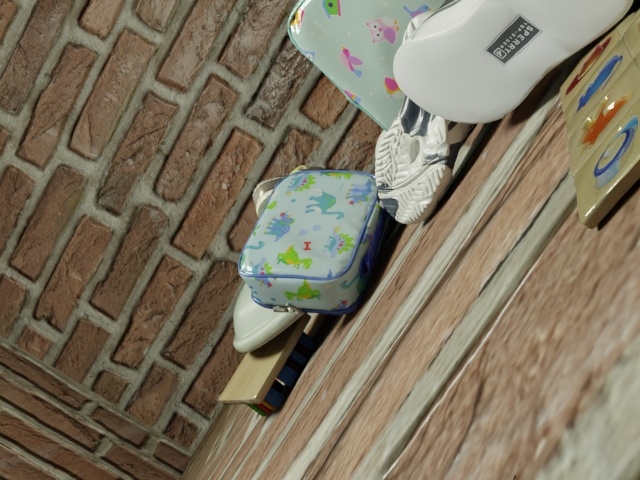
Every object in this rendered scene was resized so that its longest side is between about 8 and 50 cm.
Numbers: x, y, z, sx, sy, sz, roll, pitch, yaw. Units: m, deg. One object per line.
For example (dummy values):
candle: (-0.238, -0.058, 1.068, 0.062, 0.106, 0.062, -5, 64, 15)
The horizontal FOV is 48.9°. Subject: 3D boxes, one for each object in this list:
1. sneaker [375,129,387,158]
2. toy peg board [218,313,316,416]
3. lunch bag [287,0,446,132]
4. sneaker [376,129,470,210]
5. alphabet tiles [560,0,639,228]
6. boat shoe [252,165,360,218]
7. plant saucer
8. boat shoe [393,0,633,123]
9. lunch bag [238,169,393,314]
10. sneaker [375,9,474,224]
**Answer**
sneaker: (0.190, -0.234, 1.459, 0.212, 0.080, 0.094, -57, 13, -14)
toy peg board: (-0.069, 0.212, 1.151, 0.160, 0.079, 0.161, -24, 31, 59)
lunch bag: (0.117, -0.283, 0.966, 0.224, 0.279, 0.108, -44, 10, 34)
sneaker: (0.144, -0.141, 0.924, 0.224, 0.083, 0.098, -58, -3, 21)
alphabet tiles: (0.214, -0.158, 0.342, 0.285, 0.011, 0.342, -58, 2, 31)
boat shoe: (-0.011, -0.091, 1.368, 0.324, 0.097, 0.117, -4, -38, -45)
plant saucer: (-0.027, 0.014, 1.194, 0.400, 0.100, 0.400, -44, 6, 6)
boat shoe: (0.154, -0.186, 0.563, 0.102, 0.108, 0.301, -56, 5, -16)
lunch bag: (0.000, 0.000, 0.965, 0.090, 0.176, 0.219, 70, -149, -41)
sneaker: (0.147, -0.138, 0.793, 0.153, 0.094, 0.235, -19, -60, -44)
